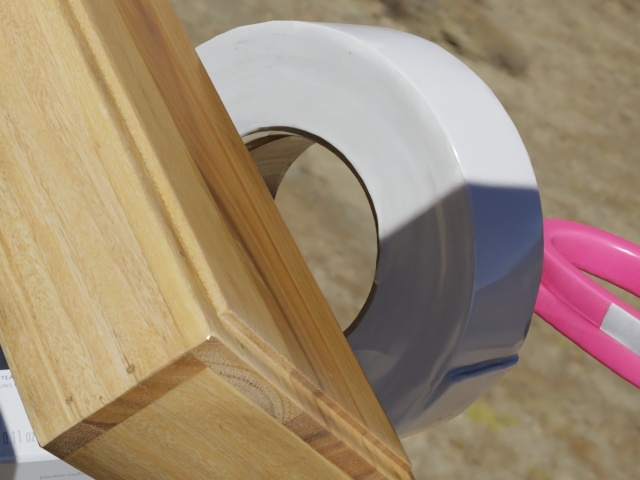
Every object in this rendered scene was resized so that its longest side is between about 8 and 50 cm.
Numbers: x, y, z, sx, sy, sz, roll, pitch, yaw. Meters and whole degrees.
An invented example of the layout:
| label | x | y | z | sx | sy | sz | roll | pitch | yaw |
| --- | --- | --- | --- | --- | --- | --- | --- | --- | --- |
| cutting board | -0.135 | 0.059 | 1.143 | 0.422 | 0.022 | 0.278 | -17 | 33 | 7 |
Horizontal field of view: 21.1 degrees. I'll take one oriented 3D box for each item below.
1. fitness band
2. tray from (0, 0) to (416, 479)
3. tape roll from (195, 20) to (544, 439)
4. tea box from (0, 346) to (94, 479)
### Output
| label | x | y | z | sx | sy | sz | roll | pitch | yaw |
| --- | --- | --- | --- | --- | --- | --- | --- | --- | --- |
| fitness band | 0.299 | 0.073 | 1.521 | 0.209 | 0.054 | 0.291 | 0 | 31 | -50 |
| tray | -0.099 | -0.065 | 0.720 | 0.203 | 0.076 | 0.411 | 46 | 15 | -56 |
| tape roll | 0.000 | 0.000 | 1.118 | 0.286 | 0.286 | 0.100 | 36 | 21 | 25 |
| tea box | -0.261 | 0.101 | 1.387 | 0.329 | 0.220 | 0.323 | -4 | 51 | -15 |
